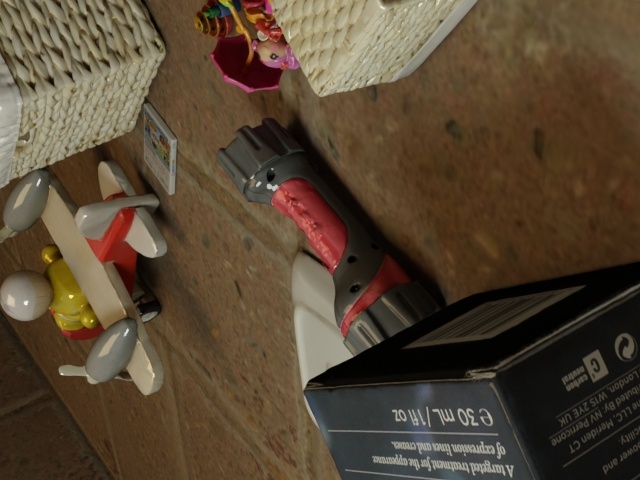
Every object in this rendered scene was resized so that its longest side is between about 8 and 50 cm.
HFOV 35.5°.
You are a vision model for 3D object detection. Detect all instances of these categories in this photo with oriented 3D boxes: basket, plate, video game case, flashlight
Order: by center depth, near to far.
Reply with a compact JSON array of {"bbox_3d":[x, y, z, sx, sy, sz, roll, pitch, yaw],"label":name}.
[{"bbox_3d":[0.041,-0.204,0.827,0.113,0.103,0.167,63,155,9],"label":"basket"},{"bbox_3d":[0.000,0.000,1.065,0.304,0.103,0.103,49,-176,21],"label":"flashlight"},{"bbox_3d":[0.047,0.185,1.211,0.278,0.045,0.277,35,140,46],"label":"plate"},{"bbox_3d":[-0.423,-0.295,1.436,0.331,0.267,0.328,63,154,7],"label":"basket"},{"bbox_3d":[-0.245,-0.139,1.522,0.087,0.011,0.122,52,151,28],"label":"video game case"}]

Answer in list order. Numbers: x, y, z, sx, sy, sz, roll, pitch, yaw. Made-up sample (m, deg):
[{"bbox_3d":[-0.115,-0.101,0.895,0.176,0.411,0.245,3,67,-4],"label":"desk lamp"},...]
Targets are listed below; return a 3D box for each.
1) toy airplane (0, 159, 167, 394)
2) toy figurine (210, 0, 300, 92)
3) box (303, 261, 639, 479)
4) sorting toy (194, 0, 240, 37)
[{"bbox_3d":[-0.405,0.050,1.682,0.386,0.273,0.384,23,130,55],"label":"toy airplane"},{"bbox_3d":[-0.066,-0.229,1.040,0.173,0.130,0.159,9,137,32],"label":"toy figurine"},{"bbox_3d":[0.202,0.241,0.777,0.293,0.212,0.395,-22,92,63],"label":"box"},{"bbox_3d":[-0.126,-0.275,1.150,0.061,0.042,0.101,42,145,40],"label":"sorting toy"}]
